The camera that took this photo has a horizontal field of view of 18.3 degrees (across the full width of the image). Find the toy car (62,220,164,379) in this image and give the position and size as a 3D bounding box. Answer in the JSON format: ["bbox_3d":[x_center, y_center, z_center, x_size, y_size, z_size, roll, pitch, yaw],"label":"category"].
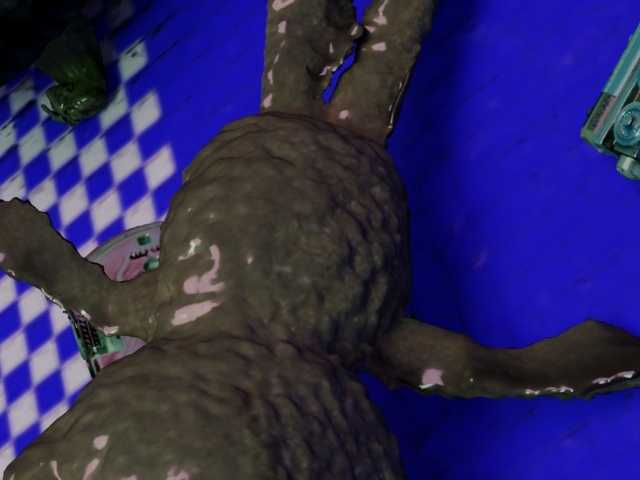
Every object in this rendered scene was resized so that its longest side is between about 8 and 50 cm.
[{"bbox_3d":[-0.041,0.057,0.681,0.069,0.055,0.142,-19,56,-7],"label":"toy car"}]

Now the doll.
[{"bbox_3d":[-0.017,-0.003,0.635,0.091,0.202,0.286,114,146,-54],"label":"doll"}]

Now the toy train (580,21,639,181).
[{"bbox_3d":[0.113,-0.063,0.628,0.045,0.029,0.092,29,90,55],"label":"toy train"}]

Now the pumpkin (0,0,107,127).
[{"bbox_3d":[-0.150,-0.131,0.821,0.194,0.150,0.194,-18,51,24],"label":"pumpkin"}]
